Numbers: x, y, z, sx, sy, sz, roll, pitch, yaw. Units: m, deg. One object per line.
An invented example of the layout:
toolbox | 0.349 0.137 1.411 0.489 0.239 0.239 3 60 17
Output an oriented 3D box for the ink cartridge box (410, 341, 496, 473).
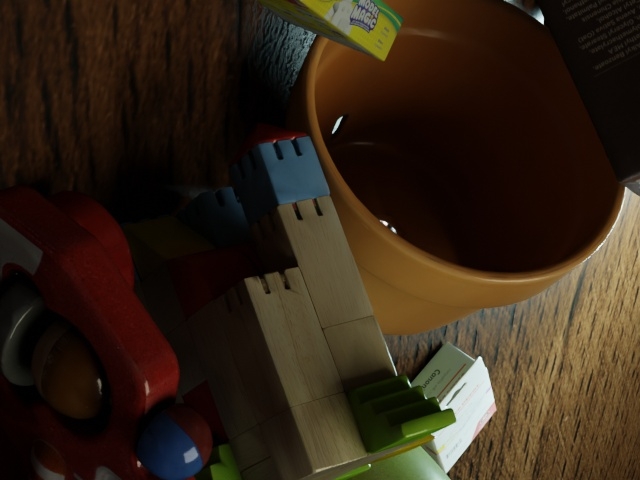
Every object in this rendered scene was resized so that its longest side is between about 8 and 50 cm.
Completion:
ink cartridge box | 0.158 0.208 2.002 0.115 0.067 0.198 -49 155 -14

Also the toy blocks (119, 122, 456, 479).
toy blocks | -0.079 0.079 1.227 0.190 0.261 0.381 -12 166 -34

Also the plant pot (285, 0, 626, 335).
plant pot | 0.089 -0.049 1.360 0.291 0.291 0.203 -37 170 -34

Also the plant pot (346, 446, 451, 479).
plant pot | 0.028 0.350 1.618 0.366 0.353 0.366 -40 150 -29

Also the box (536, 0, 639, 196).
box | 0.252 -0.224 1.291 0.143 0.381 0.191 -29 160 19

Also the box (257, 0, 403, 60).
box | -0.020 -0.192 1.177 0.179 0.105 0.043 19 96 -63

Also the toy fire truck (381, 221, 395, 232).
toy fire truck | 0.000 0.000 1.507 0.135 0.047 0.192 -50 155 -10

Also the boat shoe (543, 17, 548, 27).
boat shoe | 0.344 -0.295 1.687 0.258 0.109 0.089 -44 149 -27

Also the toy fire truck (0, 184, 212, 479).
toy fire truck | -0.177 0.122 1.108 0.169 0.254 0.302 -29 144 -43
